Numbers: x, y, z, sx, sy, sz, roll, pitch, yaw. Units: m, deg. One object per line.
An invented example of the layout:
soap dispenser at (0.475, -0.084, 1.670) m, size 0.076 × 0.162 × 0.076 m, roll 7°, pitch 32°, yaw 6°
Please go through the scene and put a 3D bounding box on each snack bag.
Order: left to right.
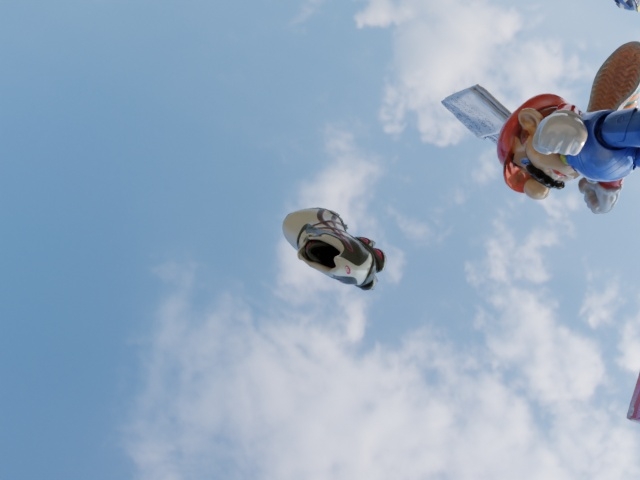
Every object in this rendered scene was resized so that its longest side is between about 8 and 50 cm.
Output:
snack bag at (0.518, -0.316, 1.899) m, size 0.342 × 0.323 × 0.037 m, roll 39°, pitch -89°, yaw -8°

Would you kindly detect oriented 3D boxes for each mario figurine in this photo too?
mario figurine at (0.338, -0.092, 0.835) m, size 0.170 × 0.198 × 0.320 m, roll -31°, pitch -163°, yaw -15°

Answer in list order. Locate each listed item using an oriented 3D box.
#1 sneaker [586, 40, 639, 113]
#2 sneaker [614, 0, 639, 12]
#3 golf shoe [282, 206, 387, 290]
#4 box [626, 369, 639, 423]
sneaker at (0.744, -0.359, 1.644) m, size 0.121 × 0.302 × 0.108 m, roll -26°, pitch -130°, yaw -38°
sneaker at (0.642, -0.531, 1.380) m, size 0.059 × 0.144 × 0.053 m, roll 26°, pitch -93°, yaw 36°
golf shoe at (0.000, 0.000, 1.214) m, size 0.273 × 0.120 × 0.105 m, roll 29°, pitch -76°, yaw 45°
box at (0.750, 0.244, 1.308) m, size 0.142 × 0.154 × 0.299 m, roll 21°, pitch -102°, yaw 6°
